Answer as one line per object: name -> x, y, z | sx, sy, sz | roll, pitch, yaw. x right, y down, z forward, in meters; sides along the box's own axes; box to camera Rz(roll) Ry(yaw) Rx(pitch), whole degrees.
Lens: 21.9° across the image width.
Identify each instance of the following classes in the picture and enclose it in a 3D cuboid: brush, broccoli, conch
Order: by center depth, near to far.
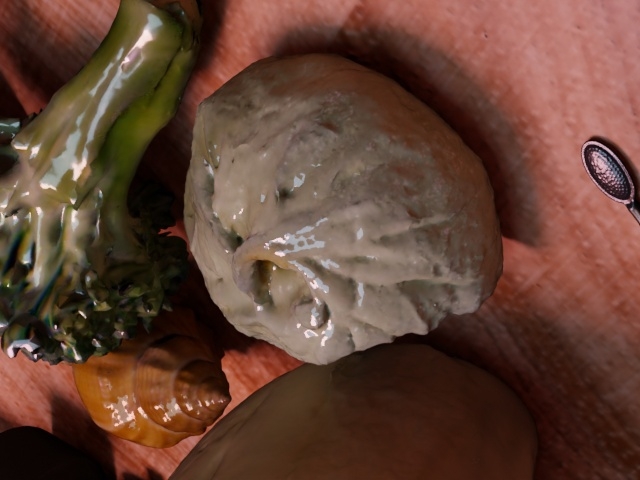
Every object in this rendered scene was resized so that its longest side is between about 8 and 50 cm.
brush -> 0.166, -0.020, 0.886 | 0.083, 0.008, 0.024 | 52, 139, -10
broccoli -> -0.172, -0.064, 1.056 | 0.198, 0.177, 0.275 | 24, 120, 22
conch -> -0.142, 0.077, 1.189 | 0.330, 0.109, 0.093 | 21, 139, 56

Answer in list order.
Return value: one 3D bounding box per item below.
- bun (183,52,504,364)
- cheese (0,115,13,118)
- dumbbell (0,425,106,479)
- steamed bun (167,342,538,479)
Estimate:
bun -> 0.000, 0.000, 0.966 | 0.204, 0.126, 0.212 | 33, 143, 18
cheese -> -0.381, -0.030, 1.182 | 0.265, 0.242, 0.124 | 5, 98, 41
dumbbell -> -0.364, 0.205, 1.435 | 0.322, 0.204, 0.204 | 27, 140, 21
steamed bun -> -0.014, 0.211, 1.032 | 0.272, 0.290, 0.274 | 12, 116, 9
